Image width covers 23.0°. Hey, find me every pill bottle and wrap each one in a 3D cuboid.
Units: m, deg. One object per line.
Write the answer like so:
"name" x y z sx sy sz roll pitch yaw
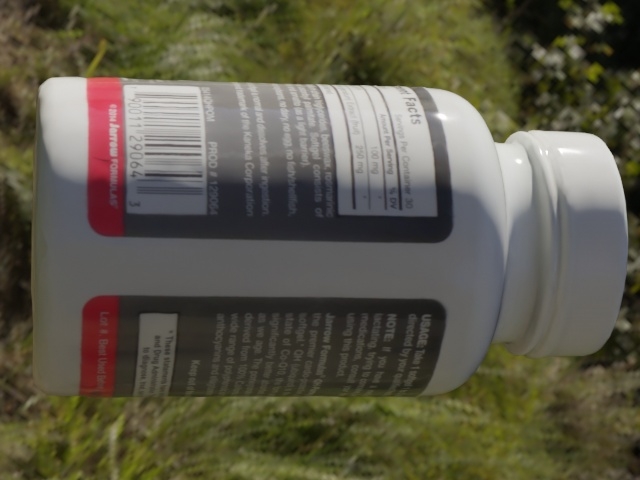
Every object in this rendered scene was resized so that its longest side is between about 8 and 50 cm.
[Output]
"pill bottle" 0.000 0.000 0.882 0.318 0.176 0.176 1 47 -10
